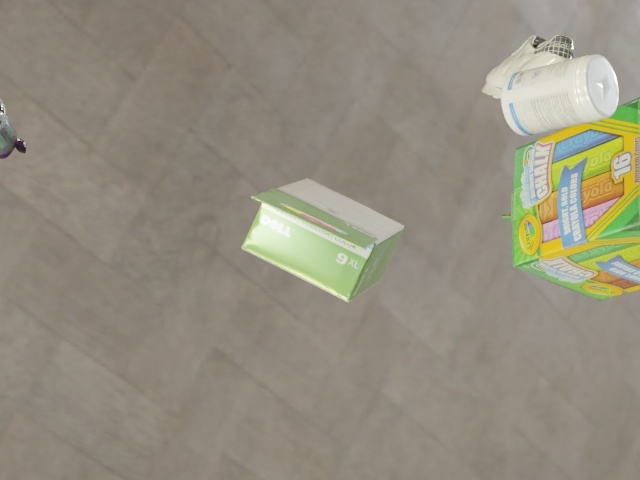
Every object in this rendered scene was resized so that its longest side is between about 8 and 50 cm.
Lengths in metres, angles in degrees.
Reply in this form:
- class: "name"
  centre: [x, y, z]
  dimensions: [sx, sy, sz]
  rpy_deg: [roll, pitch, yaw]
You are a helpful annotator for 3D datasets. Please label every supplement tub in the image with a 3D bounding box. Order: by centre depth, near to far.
- class: "supplement tub"
  centre: [0.252, -0.153, 1.515]
  dimensions: [0.071, 0.107, 0.071]
  rpy_deg: [11, 75, -48]

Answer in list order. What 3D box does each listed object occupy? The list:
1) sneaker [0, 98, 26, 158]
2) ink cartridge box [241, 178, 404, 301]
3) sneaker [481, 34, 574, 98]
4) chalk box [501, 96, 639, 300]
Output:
- class: "sneaker"
  centre: [-0.425, -0.120, 1.516]
  dimensions: [0.098, 0.224, 0.083]
  rpy_deg: [64, 40, -62]
- class: "ink cartridge box"
  centre: [0.000, 0.000, 1.287]
  dimensions: [0.062, 0.109, 0.209]
  rpy_deg: [-65, 172, 11]
- class: "sneaker"
  centre: [0.287, -0.227, 1.935]
  dimensions: [0.090, 0.235, 0.094]
  rpy_deg: [10, 94, -14]
- class: "chalk box"
  centre: [0.367, -0.039, 1.882]
  dimensions: [0.180, 0.289, 0.179]
  rpy_deg: [19, 64, -33]
